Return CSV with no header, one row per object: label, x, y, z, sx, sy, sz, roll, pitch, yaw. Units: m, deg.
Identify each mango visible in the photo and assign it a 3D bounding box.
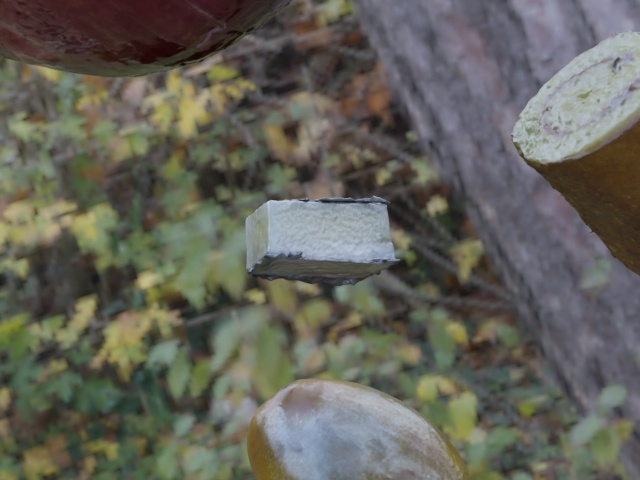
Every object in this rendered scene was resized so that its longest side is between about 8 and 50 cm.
mango,0.054,0.281,1.807,0.316,0.193,0.146,24,-4,23

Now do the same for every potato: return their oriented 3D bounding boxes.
potato,-0.002,0.000,1.255,0.122,0.061,0.086,2,-16,-22

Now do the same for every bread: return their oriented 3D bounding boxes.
bread,0.231,-0.060,1.060,0.132,0.172,0.103,-39,44,11

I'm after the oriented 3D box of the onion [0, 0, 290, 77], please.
onion,-0.118,-0.242,0.772,0.341,0.341,0.341,-17,10,3
